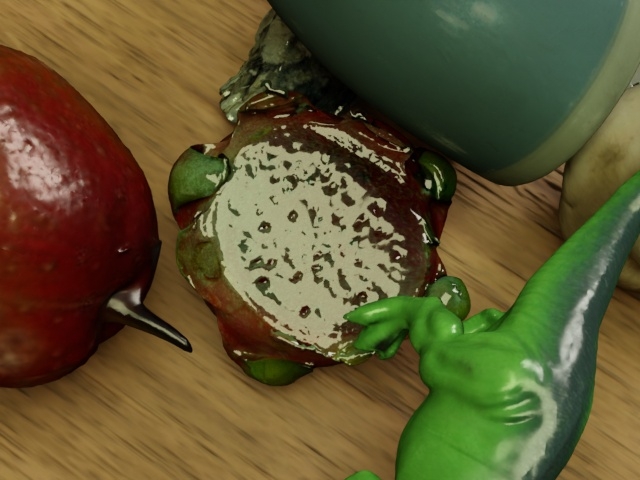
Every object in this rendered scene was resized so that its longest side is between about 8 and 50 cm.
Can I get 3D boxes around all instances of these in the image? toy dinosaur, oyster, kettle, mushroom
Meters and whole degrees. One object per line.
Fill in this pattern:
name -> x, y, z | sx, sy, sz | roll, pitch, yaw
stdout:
toy dinosaur -> 0.175, 0.114, 0.834 | 0.500, 0.144, 0.374 | -41, 31, 22
oyster -> 0.001, -0.209, 1.188 | 0.252, 0.087, 0.199 | -10, 73, -17
kettle -> 0.078, -0.245, 1.052 | 0.342, 0.319, 0.247 | 27, 108, -20
mushroom -> 0.347, -0.032, 1.030 | 0.254, 0.260, 0.234 | 7, 49, -14

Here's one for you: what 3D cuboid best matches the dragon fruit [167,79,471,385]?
dragon fruit -> 0.000, 0.000, 1.077 | 0.295, 0.130, 0.268 | 37, 74, 3

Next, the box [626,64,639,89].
box -> 0.361, -0.154, 1.188 | 0.178, 0.036, 0.115 | -11, 73, -4

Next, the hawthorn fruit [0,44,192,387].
hawthorn fruit -> -0.265, -0.004, 1.006 | 0.369, 0.284, 0.284 | 35, 76, 6
